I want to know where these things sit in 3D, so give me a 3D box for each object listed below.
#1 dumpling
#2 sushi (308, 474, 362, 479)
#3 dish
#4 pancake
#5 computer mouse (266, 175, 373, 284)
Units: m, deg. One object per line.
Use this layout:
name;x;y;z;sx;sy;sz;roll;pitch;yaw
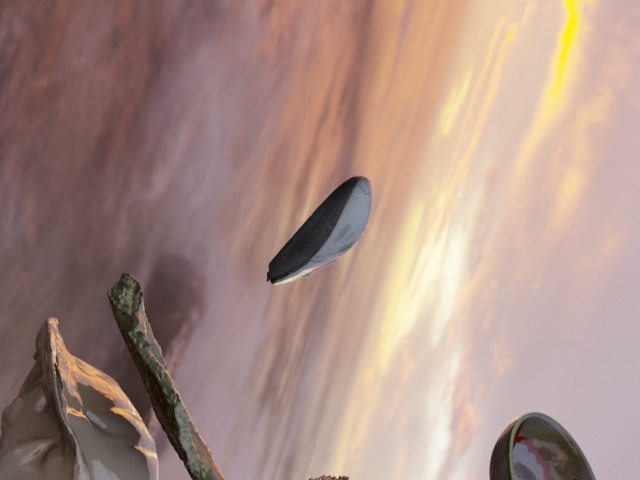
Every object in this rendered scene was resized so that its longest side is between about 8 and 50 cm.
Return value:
dumpling;-0.352;0.276;1.478;0.315;0.233;0.395;107;-28;-52
sushi;0.033;0.525;2.074;0.090;0.151;0.078;-121;-133;-58
dish;0.420;0.510;2.016;0.124;0.324;0.324;-31;-156;35
pancake;-0.210;0.221;1.453;0.376;0.054;0.197;66;-16;-9
computer mouse;0.005;0.003;1.454;0.229;0.068;0.113;-48;169;29
